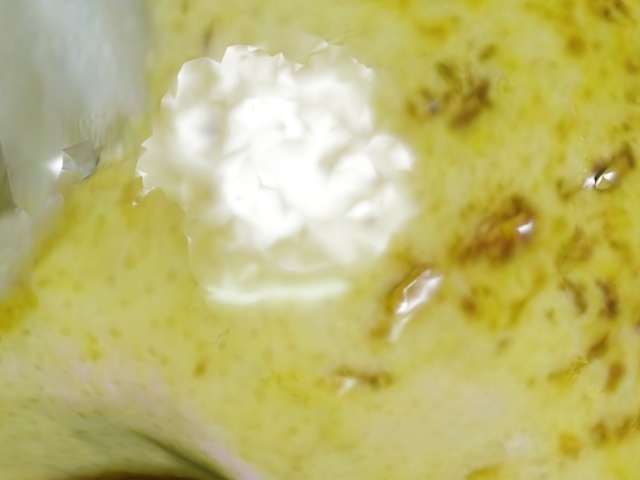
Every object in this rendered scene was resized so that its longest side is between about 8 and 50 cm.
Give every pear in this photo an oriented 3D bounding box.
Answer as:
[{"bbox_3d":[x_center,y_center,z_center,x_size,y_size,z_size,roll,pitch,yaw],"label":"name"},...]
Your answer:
[{"bbox_3d":[0.000,0.000,0.461,0.271,0.271,0.271,1,26,-1],"label":"pear"}]
